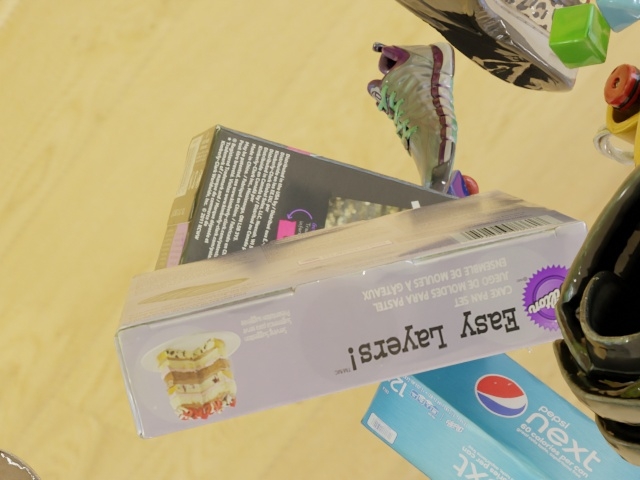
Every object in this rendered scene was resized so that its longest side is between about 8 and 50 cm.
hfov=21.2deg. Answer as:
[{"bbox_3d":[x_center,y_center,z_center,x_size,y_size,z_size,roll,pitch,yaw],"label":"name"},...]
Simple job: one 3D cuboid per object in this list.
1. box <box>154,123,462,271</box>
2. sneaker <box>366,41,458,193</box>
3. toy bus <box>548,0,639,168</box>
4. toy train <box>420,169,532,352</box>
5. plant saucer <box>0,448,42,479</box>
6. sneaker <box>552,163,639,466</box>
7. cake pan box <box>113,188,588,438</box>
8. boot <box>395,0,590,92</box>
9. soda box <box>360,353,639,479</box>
[{"bbox_3d":[0.000,0.000,1.591,0.270,0.165,0.143,17,86,-13],"label":"box"},{"bbox_3d":[0.098,-0.133,1.889,0.098,0.224,0.083,5,136,-3],"label":"sneaker"},{"bbox_3d":[0.229,-0.058,0.978,0.191,0.104,0.202,3,150,22],"label":"toy bus"},{"bbox_3d":[0.151,0.048,2.094,0.143,0.105,0.248,-16,108,21],"label":"toy train"},{"bbox_3d":[-0.383,0.313,2.002,0.168,0.029,0.168,5,108,15],"label":"plant saucer"},{"bbox_3d":[0.136,0.096,0.596,0.147,0.104,0.296,16,85,-31],"label":"sneaker"},{"bbox_3d":[0.017,0.032,0.992,0.266,0.246,0.070,-14,98,-5],"label":"cake pan box"},{"bbox_3d":[0.184,-0.349,1.711,0.377,0.138,0.284,34,74,-41],"label":"boot"},{"bbox_3d":[0.133,0.142,1.078,0.071,0.210,0.067,-35,157,-44],"label":"soda box"}]
